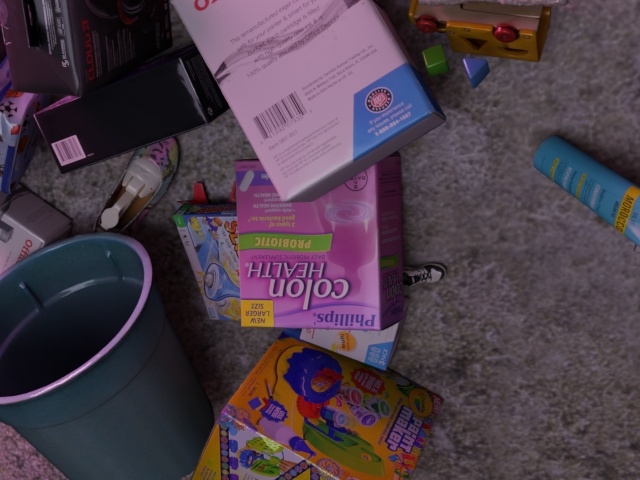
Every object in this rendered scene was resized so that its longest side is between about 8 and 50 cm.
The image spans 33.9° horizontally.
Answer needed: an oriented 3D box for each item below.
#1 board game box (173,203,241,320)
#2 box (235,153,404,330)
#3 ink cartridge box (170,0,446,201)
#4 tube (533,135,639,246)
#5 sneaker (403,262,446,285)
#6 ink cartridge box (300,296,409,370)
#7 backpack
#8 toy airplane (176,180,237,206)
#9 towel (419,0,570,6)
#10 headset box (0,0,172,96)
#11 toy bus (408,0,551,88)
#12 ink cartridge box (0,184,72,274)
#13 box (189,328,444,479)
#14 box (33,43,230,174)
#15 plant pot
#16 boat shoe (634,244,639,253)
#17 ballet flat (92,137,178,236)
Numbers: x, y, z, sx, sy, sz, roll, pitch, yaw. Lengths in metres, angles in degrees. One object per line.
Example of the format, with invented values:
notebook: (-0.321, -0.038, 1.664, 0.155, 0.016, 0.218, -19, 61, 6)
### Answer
board game box: (-0.136, 0.036, 1.636, 0.136, 0.035, 0.201, -1, 123, 26)
box: (0.000, 0.000, 1.501, 0.213, 0.117, 0.243, 0, 96, 21)
ink cartridge box: (-0.013, -0.234, 1.356, 0.223, 0.129, 0.307, -31, 84, 14)
tube: (0.364, -0.063, 1.350, 0.207, 0.052, 0.080, 42, 146, 37)
sneaker: (0.145, 0.055, 1.558, 0.083, 0.037, 0.032, -8, 109, 22)
ink cartridge box: (0.035, 0.115, 1.614, 0.181, 0.061, 0.104, 19, 119, 13)
backpack: (-0.530, -0.182, 1.595, 0.213, 0.276, 0.263, 29, 125, -9)
toy airplane: (-0.151, -0.039, 1.632, 0.151, 0.028, 0.151, 12, 126, 17)
towel: (0.217, -0.419, 1.246, 0.187, 0.049, 0.282, 6, 94, 20)
headset box: (-0.319, -0.329, 1.405, 0.110, 0.293, 0.218, 6, 115, 18)
toy bus: (0.196, -0.287, 1.337, 0.191, 0.104, 0.202, -31, 66, 2)
ink cartridge box: (-0.547, -0.020, 1.759, 0.218, 0.092, 0.158, 33, 122, 1)
box: (-0.001, 0.309, 1.588, 0.279, 0.290, 0.177, 29, 120, 6)
box: (-0.244, -0.200, 1.502, 0.261, 0.184, 0.103, -15, 105, 26)
plant pot: (-0.346, 0.222, 1.648, 0.341, 0.341, 0.334, -6, 132, 23)
boat shoe: (0.502, -0.106, 1.301, 0.095, 0.112, 0.335, 28, 118, 12)
ballet flat: (-0.292, -0.074, 1.641, 0.077, 0.079, 0.221, 39, 121, 1)
